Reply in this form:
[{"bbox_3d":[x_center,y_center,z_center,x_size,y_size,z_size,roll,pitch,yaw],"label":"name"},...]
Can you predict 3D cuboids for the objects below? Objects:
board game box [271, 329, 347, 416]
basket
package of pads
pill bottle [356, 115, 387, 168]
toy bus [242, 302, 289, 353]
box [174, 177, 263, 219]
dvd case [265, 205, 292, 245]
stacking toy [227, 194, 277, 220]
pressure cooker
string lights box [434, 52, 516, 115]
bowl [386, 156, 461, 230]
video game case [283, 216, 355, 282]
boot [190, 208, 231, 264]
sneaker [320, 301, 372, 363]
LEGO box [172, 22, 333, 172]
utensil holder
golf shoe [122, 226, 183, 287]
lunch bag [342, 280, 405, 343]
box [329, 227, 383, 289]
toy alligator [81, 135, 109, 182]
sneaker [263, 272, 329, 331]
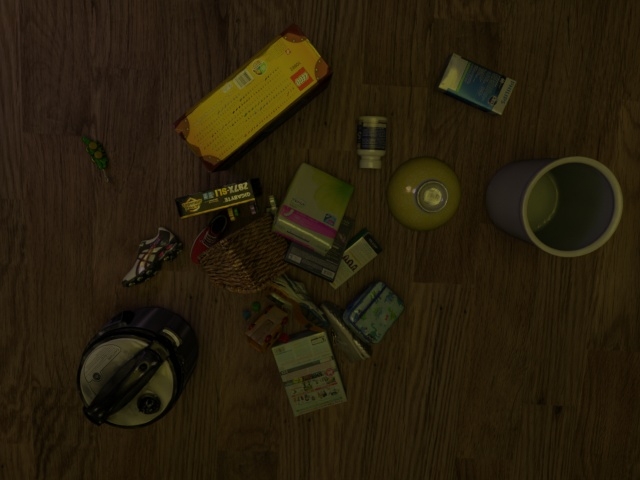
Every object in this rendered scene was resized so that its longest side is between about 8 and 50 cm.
[{"bbox_3d":[-0.041,0.516,2.040,0.224,0.097,0.303,-16,98,2],"label":"board game box"},{"bbox_3d":[-0.265,0.074,1.852,0.213,0.299,0.223,-30,96,38],"label":"basket"},{"bbox_3d":[-0.030,-0.120,1.871,0.229,0.101,0.296,26,59,-6],"label":"package of pads"},{"bbox_3d":[0.189,-0.362,1.901,0.112,0.112,0.187,2,98,-2],"label":"pill bottle"},{"bbox_3d":[-0.196,0.341,1.999,0.202,0.191,0.104,-6,140,-2],"label":"toy bus"},{"bbox_3d":[-0.345,-0.153,1.810,0.257,0.322,0.079,-13,98,0],"label":"box"},{"bbox_3d":[-0.080,-0.051,1.986,0.253,0.022,0.180,-5,98,-1],"label":"dvd case"},{"bbox_3d":[-0.244,-0.126,1.870,0.167,0.221,0.052,-14,100,-2],"label":"stacking toy"},{"bbox_3d":[-0.648,0.455,1.846,0.375,0.420,0.370,2,100,-2],"label":"pressure cooker"},{"bbox_3d":[0.571,-0.573,1.899,0.259,0.077,0.133,23,98,-5],"label":"string lights box"},{"bbox_3d":[0.401,-0.167,1.918,0.289,0.156,0.289,0,99,-2],"label":"bowl"},{"bbox_3d":[0.000,0.000,1.893,0.196,0.026,0.274,25,59,-5],"label":"video game case"},{"bbox_3d":[-0.416,-0.003,1.905,0.088,0.176,0.244,34,98,-8],"label":"boot"},{"bbox_3d":[0.078,0.370,2.017,0.115,0.105,0.281,-37,90,22],"label":"sneaker"},{"bbox_3d":[-0.217,-0.461,1.741,0.500,0.372,0.193,-38,99,5],"label":"LEGO box"},{"bbox_3d":[0.798,-0.131,1.821,0.327,0.385,0.328,0,98,-2],"label":"utensil holder"},{"bbox_3d":[-0.656,0.070,1.959,0.273,0.105,0.120,-40,82,-2],"label":"golf shoe"},{"bbox_3d":[0.203,0.275,1.978,0.219,0.090,0.176,-45,98,-20],"label":"lunch bag"},{"bbox_3d":[0.115,0.071,1.985,0.244,0.060,0.100,-40,109,4],"label":"box"},{"bbox_3d":[-0.818,-0.308,1.908,0.051,0.056,0.190,-35,101,-38],"label":"toy alligator"},{"bbox_3d":[-0.072,0.224,1.971,0.296,0.131,0.112,41,131,-5],"label":"sneaker"}]
